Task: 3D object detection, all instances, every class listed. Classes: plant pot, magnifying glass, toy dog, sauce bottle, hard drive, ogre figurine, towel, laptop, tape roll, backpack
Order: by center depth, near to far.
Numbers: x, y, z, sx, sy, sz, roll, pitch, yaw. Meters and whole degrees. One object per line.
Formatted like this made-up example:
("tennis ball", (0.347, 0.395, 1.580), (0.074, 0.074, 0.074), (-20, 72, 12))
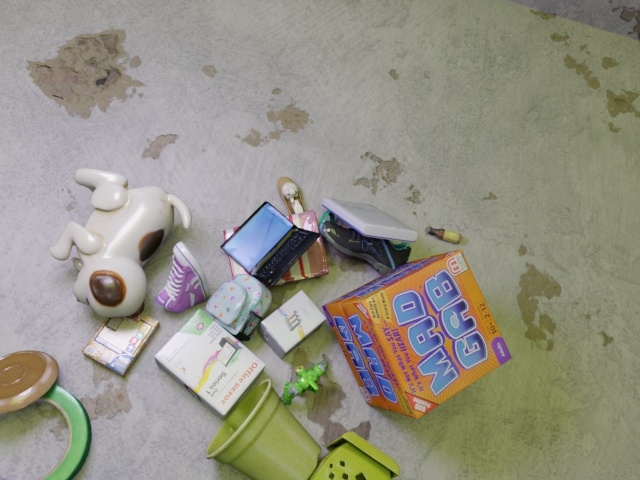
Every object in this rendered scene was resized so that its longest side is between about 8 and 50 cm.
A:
("tape roll", (-0.818, 0.562, 1.568), (0.321, 0.077, 0.321), (4, 66, -9))
("plant pot", (-0.871, 0.389, 1.584), (0.236, 0.032, 0.236), (-1, 32, 1))
("plant pot", (-0.146, 0.590, 1.617), (0.254, 0.276, 0.276), (43, 65, -5))
("plant pot", (0.086, 0.699, 1.625), (0.228, 0.227, 0.207), (33, 58, 4))
("toy dog", (-0.609, 0.039, 1.720), (0.395, 0.284, 0.408), (8, 67, -2))
("ogre figurine", (-0.044, 0.443, 1.760), (0.197, 0.118, 0.097), (-16, 71, -18))
("backpack", (-0.255, 0.199, 1.778), (0.166, 0.144, 0.188), (24, 70, 38))
("laptop", (-0.169, 0.003, 1.840), (0.234, 0.264, 0.136), (-47, 114, -13))
("towel", (-0.153, 0.036, 1.919), (0.329, 0.037, 0.237), (-13, 75, -6))
("hard drive", (0.162, -0.074, 1.927), (0.210, 0.319, 0.040), (7, 107, -27))
("magnifying glass", (0.000, 0.000, 1.991), (0.026, 0.092, 0.231), (16, 73, 24))
("sauce bottle", (0.467, -0.023, 2.114), (0.128, 0.042, 0.042), (18, 64, -6))

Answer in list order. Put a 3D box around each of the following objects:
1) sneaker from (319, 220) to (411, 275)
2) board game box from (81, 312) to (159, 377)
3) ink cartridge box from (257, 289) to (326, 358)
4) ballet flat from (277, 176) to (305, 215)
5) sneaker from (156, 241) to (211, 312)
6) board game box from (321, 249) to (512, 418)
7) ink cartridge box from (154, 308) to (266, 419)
("sneaker", (0.156, 0.001, 1.953), (0.341, 0.125, 0.139), (27, 108, -16))
("board game box", (-0.617, 0.303, 1.740), (0.147, 0.045, 0.193), (30, 64, 2))
("ink cartridge box", (-0.095, 0.276, 1.817), (0.176, 0.128, 0.127), (-36, 78, -22))
("ballet flat", (-0.094, -0.146, 2.032), (0.080, 0.073, 0.232), (-17, 71, -16))
("sneaker", (-0.439, 0.131, 1.726), (0.161, 0.282, 0.102), (-30, 54, -20))
("board game box", (0.280, 0.279, 1.726), (0.356, 0.356, 0.356), (-25, 90, -21))
("ink cartridge box", (-0.336, 0.381, 1.726), (0.278, 0.117, 0.201), (38, 65, 6))
